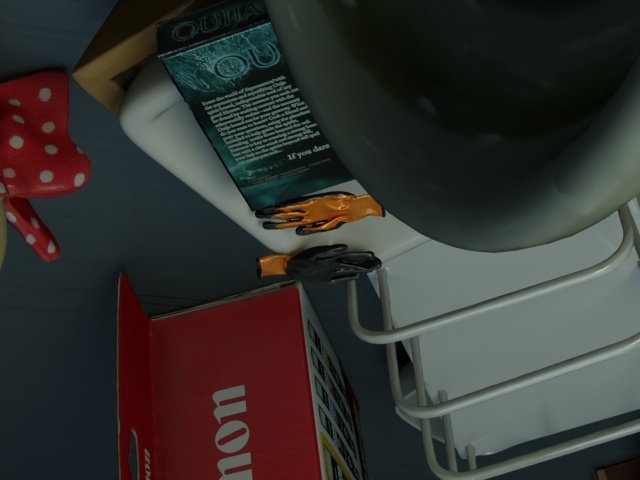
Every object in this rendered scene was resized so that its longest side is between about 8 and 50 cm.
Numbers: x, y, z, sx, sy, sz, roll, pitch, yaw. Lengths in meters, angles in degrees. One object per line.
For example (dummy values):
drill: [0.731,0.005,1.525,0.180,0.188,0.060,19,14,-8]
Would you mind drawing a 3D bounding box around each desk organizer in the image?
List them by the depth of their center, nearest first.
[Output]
desk organizer: [0.309,0.266,1.328,0.050,0.047,0.130,-19,141,9]

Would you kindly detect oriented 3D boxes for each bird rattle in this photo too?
bird rattle: [-0.236,-0.039,0.716,0.143,0.206,0.253,-27,134,19]

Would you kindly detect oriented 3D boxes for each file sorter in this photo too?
file sorter: [0.147,0.081,0.908,0.193,0.173,0.277,-19,124,13]

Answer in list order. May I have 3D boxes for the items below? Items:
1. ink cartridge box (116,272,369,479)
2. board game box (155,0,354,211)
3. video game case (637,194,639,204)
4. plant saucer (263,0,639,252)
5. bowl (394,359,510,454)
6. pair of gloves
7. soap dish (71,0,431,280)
ink cartridge box: [-0.041,0.199,0.965,0.130,0.309,0.271,-14,142,7]
board game box: [0.030,-0.085,0.655,0.186,0.026,0.126,-17,141,10]
video game case: [0.265,0.023,1.031,0.201,0.023,0.183,-32,136,29]
plant saucer: [0.064,-0.199,0.422,0.101,0.400,0.400,-8,144,-19]
bowl: [0.141,0.111,1.095,0.142,0.053,0.142,-33,137,28]
pair of gloves: [0.000,0.000,0.771,0.074,0.010,0.083,-4,144,-5]
soap dish: [0.047,-0.113,0.740,0.291,0.118,0.229,-27,138,23]
